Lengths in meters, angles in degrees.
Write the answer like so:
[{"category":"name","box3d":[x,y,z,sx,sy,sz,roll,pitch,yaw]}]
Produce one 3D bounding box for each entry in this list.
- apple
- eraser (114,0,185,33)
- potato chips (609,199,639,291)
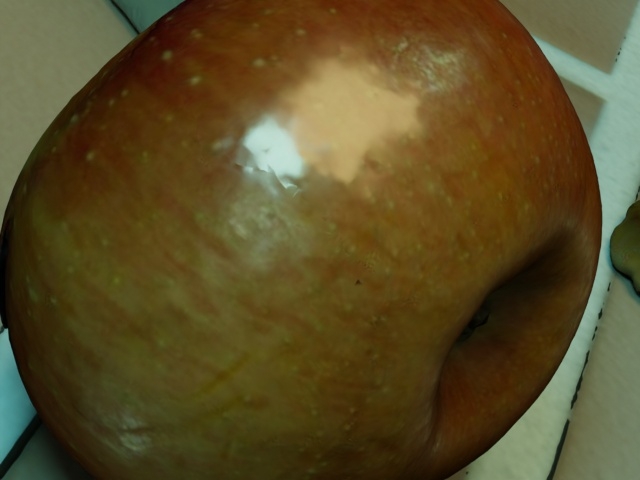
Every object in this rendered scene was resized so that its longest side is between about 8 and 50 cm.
[{"category":"apple","box3d":[0.000,0.000,0.842,0.206,0.251,0.272,42,23,21]},{"category":"eraser","box3d":[-0.058,-0.248,1.175,0.150,0.331,0.331,-6,46,-37]},{"category":"potato chips","box3d":[0.270,0.025,1.179,0.201,0.049,0.150,22,28,3]}]
